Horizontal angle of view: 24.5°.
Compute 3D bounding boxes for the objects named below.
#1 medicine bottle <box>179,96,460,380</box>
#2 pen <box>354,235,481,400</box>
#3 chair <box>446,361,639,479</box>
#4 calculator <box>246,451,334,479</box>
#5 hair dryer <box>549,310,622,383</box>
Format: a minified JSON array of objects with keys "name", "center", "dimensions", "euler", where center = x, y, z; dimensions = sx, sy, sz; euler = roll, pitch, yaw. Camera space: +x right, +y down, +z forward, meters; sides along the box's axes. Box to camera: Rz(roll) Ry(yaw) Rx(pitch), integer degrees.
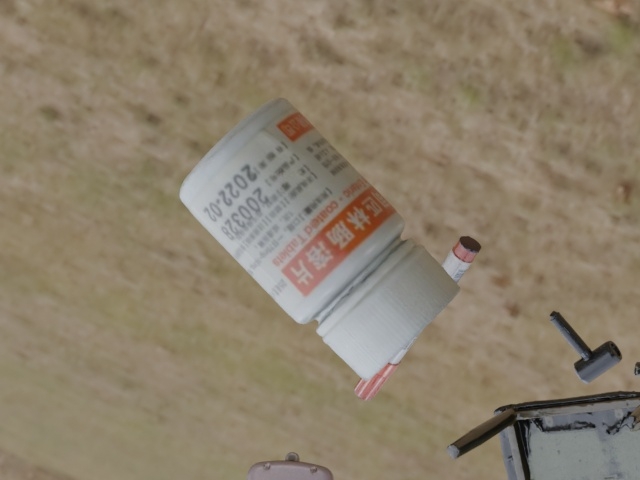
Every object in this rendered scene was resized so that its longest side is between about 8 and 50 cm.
[{"name":"medicine bottle","center":[0.000,0.000,1.363],"dimensions":[0.252,0.144,0.144],"euler":[48,164,1]},{"name":"pen","center":[0.100,0.085,1.556],"dimensions":[0.028,0.028,0.239],"euler":[27,125,-8]},{"name":"chair","center":[0.235,0.213,1.233],"dimensions":[0.166,0.188,0.272],"euler":[-13,179,27]},{"name":"calculator","center":[-0.038,0.319,1.633],"dimensions":[0.100,0.175,0.032],"euler":[4,156,4]},{"name":"hair dryer","center":[0.266,0.103,1.517],"dimensions":[0.083,0.047,0.026],"euler":[48,-156,-4]}]
